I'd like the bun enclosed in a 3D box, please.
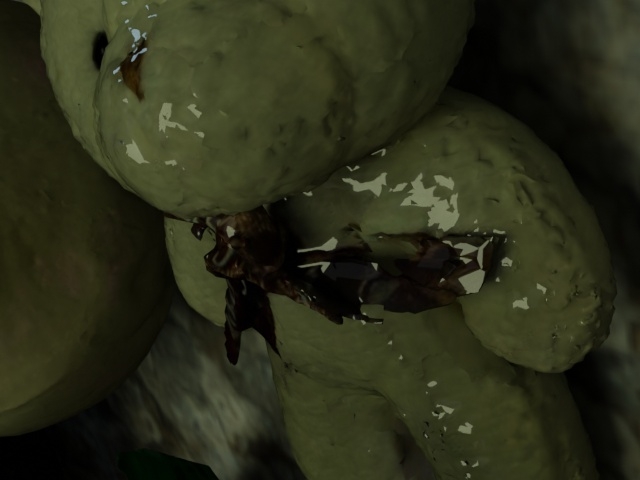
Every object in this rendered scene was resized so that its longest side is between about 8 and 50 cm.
[{"bbox_3d":[-0.132,-0.014,0.645,0.193,0.128,0.178,-11,100,66],"label":"bun"}]

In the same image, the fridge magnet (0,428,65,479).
[{"bbox_3d":[-0.219,0.096,0.757,0.265,0.112,0.265,55,-177,-4],"label":"fridge magnet"}]

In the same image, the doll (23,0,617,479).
[{"bbox_3d":[0.003,0.000,0.476,0.175,0.149,0.278,-16,111,22],"label":"doll"}]

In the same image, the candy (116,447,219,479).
[{"bbox_3d":[-0.043,0.176,0.673,0.203,0.078,0.141,116,135,-61],"label":"candy"}]
